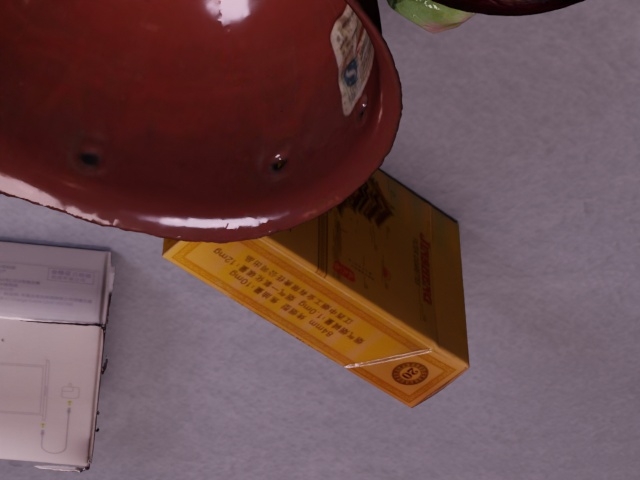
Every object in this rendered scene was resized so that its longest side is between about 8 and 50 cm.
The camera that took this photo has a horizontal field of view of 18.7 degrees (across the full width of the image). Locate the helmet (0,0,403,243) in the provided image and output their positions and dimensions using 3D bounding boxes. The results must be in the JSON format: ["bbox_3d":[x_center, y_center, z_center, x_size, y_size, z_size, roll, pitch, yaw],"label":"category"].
[{"bbox_3d":[-0.122,-0.185,1.377,0.385,0.230,0.337,0,144,14],"label":"helmet"}]

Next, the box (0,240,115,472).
[{"bbox_3d":[-0.318,0.100,1.750,0.252,0.106,0.203,5,136,-6],"label":"box"}]

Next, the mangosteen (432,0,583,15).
[{"bbox_3d":[0.097,-0.304,1.221,0.347,0.307,0.307,26,132,-2],"label":"mangosteen"}]

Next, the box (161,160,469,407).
[{"bbox_3d":[0.000,0.000,1.601,0.274,0.174,0.076,33,128,-29],"label":"box"}]

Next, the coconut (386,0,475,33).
[{"bbox_3d":[0.095,-0.200,1.470,0.081,0.083,0.082,24,171,-21],"label":"coconut"}]
